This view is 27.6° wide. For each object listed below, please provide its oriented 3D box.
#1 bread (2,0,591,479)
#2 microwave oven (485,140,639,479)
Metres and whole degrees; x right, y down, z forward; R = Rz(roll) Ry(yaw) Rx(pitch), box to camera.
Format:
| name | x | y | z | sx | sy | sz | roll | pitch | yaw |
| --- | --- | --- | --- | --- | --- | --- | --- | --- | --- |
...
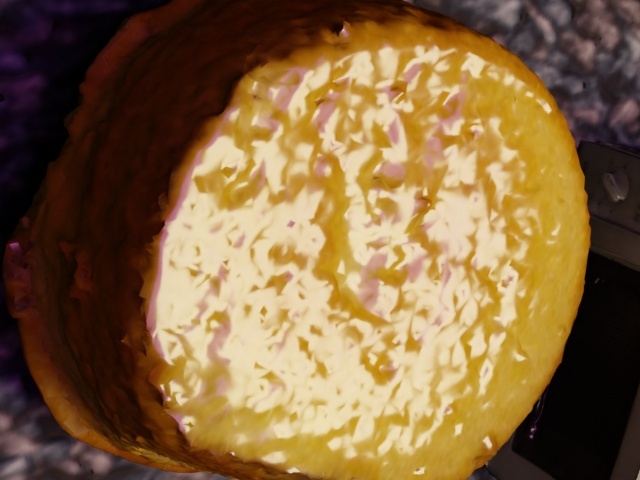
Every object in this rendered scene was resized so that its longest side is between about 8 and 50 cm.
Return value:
| name | x | y | z | sx | sy | sz | roll | pitch | yaw |
| --- | --- | --- | --- | --- | --- | --- | --- | --- | --- |
| bread | 0.000 | 0.000 | 0.579 | 0.268 | 0.145 | 0.268 | -9 | 108 | -31 |
| microwave oven | 0.210 | 0.064 | 0.744 | 0.162 | 0.122 | 0.208 | 9 | 102 | -33 |
